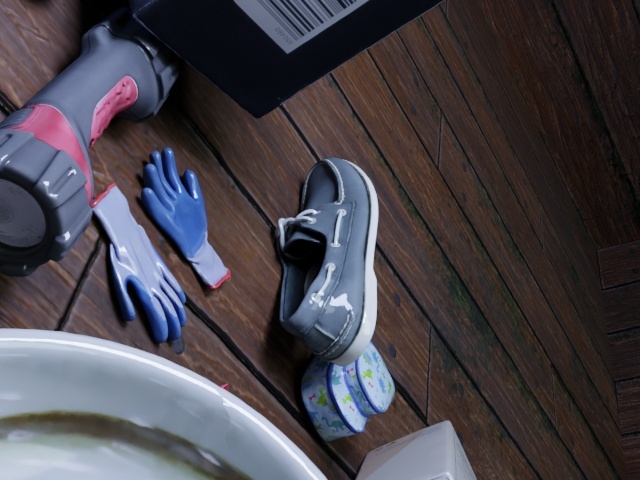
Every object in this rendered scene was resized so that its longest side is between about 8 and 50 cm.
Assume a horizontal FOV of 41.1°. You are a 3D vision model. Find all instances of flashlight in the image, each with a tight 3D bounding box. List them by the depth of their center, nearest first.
[{"bbox_3d":[-0.197,-0.093,0.717,0.103,0.103,0.304,27,33,-5],"label":"flashlight"}]

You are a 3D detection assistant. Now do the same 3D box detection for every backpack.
[{"bbox_3d":[0.031,0.173,1.010,0.105,0.084,0.114,63,30,-14],"label":"backpack"}]

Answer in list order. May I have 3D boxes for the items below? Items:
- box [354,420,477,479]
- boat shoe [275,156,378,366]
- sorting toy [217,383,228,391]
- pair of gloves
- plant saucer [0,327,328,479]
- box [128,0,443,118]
[{"bbox_3d":[0.115,0.306,0.931,0.311,0.121,0.148,23,44,-80],"label":"box"},{"bbox_3d":[0.000,0.000,1.026,0.099,0.116,0.320,25,40,-26],"label":"boat shoe"},{"bbox_3d":[-0.112,0.212,0.691,0.274,0.046,0.132,-20,110,-69],"label":"sorting toy"},{"bbox_3d":[-0.151,0.002,0.827,0.159,0.023,0.198,64,26,-16],"label":"pair of gloves"},{"bbox_3d":[-0.135,0.229,0.415,0.400,0.101,0.401,22,37,-18],"label":"plant saucer"},{"bbox_3d":[-0.049,-0.384,0.881,0.212,0.293,0.396,34,32,-53],"label":"box"}]
